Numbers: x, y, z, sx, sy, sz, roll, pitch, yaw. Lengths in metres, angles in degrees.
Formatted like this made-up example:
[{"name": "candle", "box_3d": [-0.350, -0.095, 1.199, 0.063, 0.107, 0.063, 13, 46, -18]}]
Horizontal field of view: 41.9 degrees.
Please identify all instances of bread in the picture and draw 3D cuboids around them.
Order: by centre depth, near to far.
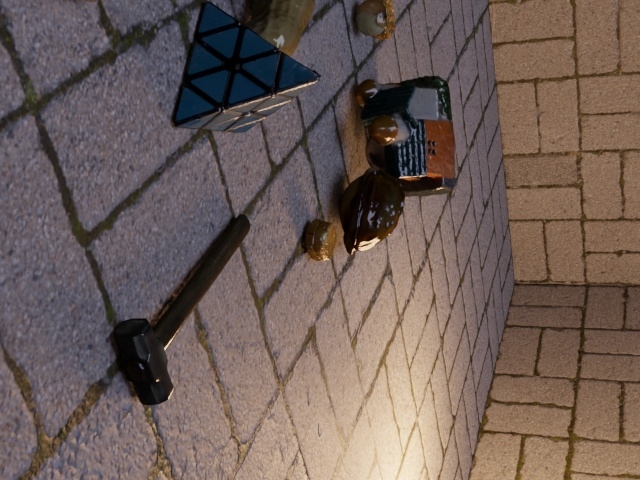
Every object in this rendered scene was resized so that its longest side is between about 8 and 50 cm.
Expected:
[{"name": "bread", "box_3d": [0.000, 0.000, 1.575, 0.083, 0.046, 0.080, -6, 101, -70]}, {"name": "bread", "box_3d": [0.144, -0.521, 1.940, 0.110, 0.044, 0.083, 73, 29, -43]}]

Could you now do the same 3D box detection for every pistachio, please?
[{"name": "pistachio", "box_3d": [0.100, -0.056, 1.719, 0.165, 0.131, 0.210, 73, 35, -44]}]

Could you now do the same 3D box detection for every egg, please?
[{"name": "egg", "box_3d": [0.111, -0.490, 1.825, 0.071, 0.071, 0.083, 62, 22, -50]}]

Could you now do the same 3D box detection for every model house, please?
[{"name": "model house", "box_3d": [0.152, -0.232, 1.817, 0.301, 0.190, 0.271, -4, 91, -57]}]

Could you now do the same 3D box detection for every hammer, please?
[{"name": "hammer", "box_3d": [-0.169, 0.068, 1.156, 0.365, 0.044, 0.111, -60, 144, -54]}]

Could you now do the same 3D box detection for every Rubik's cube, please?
[{"name": "Rubik's cube", "box_3d": [-0.144, -0.186, 1.200, 0.178, 0.211, 0.190, -42, 157, -34]}]

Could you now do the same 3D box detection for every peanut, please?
[{"name": "peanut", "box_3d": [-0.071, -0.348, 1.336, 0.098, 0.090, 0.214, 59, 36, -40]}]

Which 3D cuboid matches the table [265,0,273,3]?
[{"name": "table", "box_3d": [-0.060, -0.486, 1.206, 0.193, 0.169, 0.172, 30, 42, -67]}]
